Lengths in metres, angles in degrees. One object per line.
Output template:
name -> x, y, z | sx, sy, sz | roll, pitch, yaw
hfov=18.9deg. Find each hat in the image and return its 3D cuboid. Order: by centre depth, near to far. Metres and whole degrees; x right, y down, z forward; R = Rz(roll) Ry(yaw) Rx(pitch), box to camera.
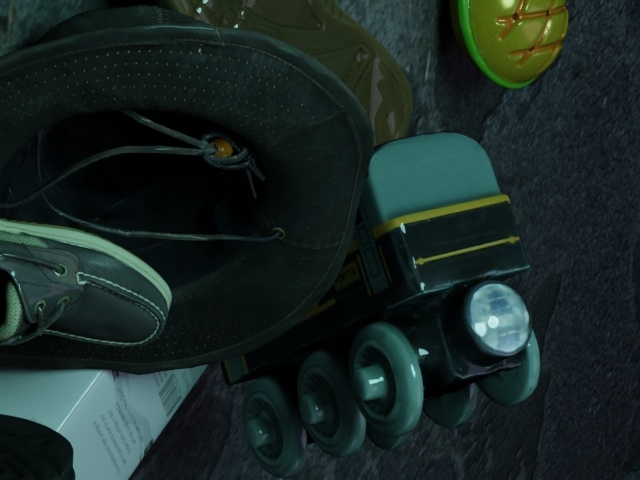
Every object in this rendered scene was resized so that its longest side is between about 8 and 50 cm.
hat -> -0.129, -0.055, 1.216 | 0.331, 0.331, 0.134 | 90, -12, -51

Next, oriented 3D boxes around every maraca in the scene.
maraca -> 0.164, -0.224, 1.755 | 0.127, 0.099, 0.185 | -54, 129, -30

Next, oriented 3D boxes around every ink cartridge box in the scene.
ink cartridge box -> -0.165, 0.105, 1.386 | 0.190, 0.082, 0.139 | -54, 155, -23

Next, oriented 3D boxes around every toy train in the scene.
toy train -> 0.030, 0.051, 1.360 | 0.142, 0.190, 0.334 | -11, 170, -29

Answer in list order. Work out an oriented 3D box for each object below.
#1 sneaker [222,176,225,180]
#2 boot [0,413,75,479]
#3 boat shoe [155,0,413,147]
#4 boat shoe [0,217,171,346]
sneaker -> -0.052, -0.063, 1.488 | 0.162, 0.063, 0.073 | -14, 129, -61
boot -> -0.297, 0.276, 1.204 | 0.348, 0.131, 0.260 | -27, 131, -40
boat shoe -> -0.060, -0.160, 1.313 | 0.121, 0.110, 0.341 | -55, 137, -17
boat shoe -> -0.188, 0.029, 1.135 | 0.223, 0.073, 0.080 | 23, 131, -31
